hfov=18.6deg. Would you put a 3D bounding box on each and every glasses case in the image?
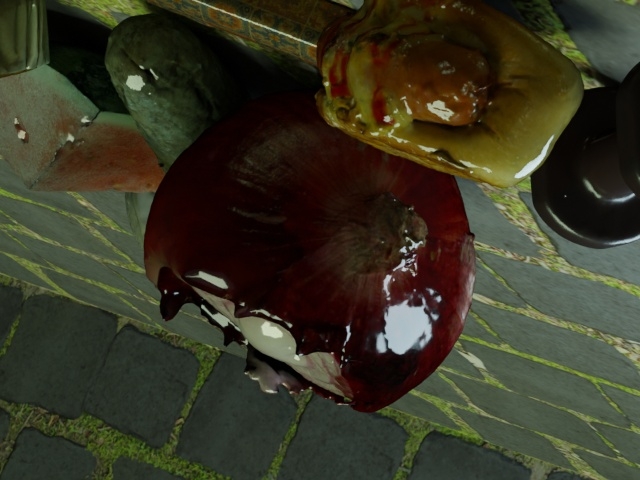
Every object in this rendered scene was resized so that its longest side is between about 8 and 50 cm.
[{"bbox_3d":[-0.058,-0.209,1.795,0.218,0.049,0.075,22,167,11],"label":"glasses case"}]

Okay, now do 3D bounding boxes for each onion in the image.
[{"bbox_3d":[0.000,0.004,1.984,0.341,0.341,0.341,23,167,6],"label":"onion"}]

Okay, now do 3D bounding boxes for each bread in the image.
[{"bbox_3d":[-0.414,-0.227,2.067,0.192,0.110,0.210,18,-162,33],"label":"bread"}]

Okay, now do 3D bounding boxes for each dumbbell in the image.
[{"bbox_3d":[0.261,-0.072,1.557,0.124,0.140,0.225,-2,175,-15],"label":"dumbbell"}]

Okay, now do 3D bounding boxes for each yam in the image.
[{"bbox_3d":[-0.138,-0.132,2.074,0.133,0.133,0.330,19,163,25],"label":"yam"}]

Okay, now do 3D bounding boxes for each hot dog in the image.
[{"bbox_3d":[0.083,-0.137,1.592,0.153,0.150,0.256,32,175,-31],"label":"hot dog"}]

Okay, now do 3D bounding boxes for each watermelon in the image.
[{"bbox_3d":[-0.270,-0.140,2.235,0.260,0.176,0.256,-4,-160,-36],"label":"watermelon"}]

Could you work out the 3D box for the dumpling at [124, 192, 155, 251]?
[{"bbox_3d":[-0.186,-0.065,2.431,0.243,0.175,0.227,-1,125,34],"label":"dumpling"}]
